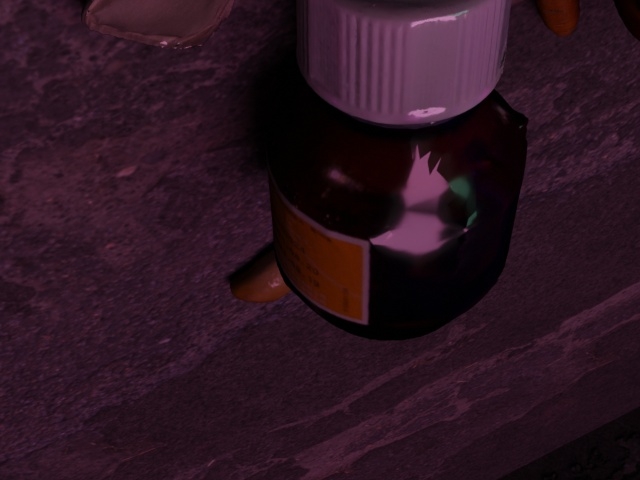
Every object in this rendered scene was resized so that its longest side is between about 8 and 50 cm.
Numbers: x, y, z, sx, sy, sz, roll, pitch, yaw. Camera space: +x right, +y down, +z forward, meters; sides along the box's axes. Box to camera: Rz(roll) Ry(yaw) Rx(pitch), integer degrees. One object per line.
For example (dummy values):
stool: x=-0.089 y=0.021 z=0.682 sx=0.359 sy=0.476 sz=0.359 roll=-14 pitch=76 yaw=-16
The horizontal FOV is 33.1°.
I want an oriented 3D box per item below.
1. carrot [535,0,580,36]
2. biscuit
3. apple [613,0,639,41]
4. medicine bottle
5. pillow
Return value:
carrot: x=0.232 y=-0.236 z=1.053 sx=0.048 sy=0.048 sz=0.139 roll=-31 pitch=152 yaw=6
biscuit: x=0.001 y=0.000 z=1.248 sx=0.164 sy=0.047 sz=0.208 roll=-5 pitch=145 yaw=-34
apple: x=0.422 y=-0.278 z=0.892 sx=0.365 sy=0.295 sz=0.329 roll=-38 pitch=143 yaw=15
medicine bottle: x=0.075 y=-0.103 z=0.945 sx=0.243 sy=0.242 sz=0.395 roll=-17 pitch=145 yaw=-18
pillow: x=-0.077 y=-0.230 z=0.810 sx=0.233 sy=0.038 sz=0.131 roll=-44 pitch=152 yaw=28
